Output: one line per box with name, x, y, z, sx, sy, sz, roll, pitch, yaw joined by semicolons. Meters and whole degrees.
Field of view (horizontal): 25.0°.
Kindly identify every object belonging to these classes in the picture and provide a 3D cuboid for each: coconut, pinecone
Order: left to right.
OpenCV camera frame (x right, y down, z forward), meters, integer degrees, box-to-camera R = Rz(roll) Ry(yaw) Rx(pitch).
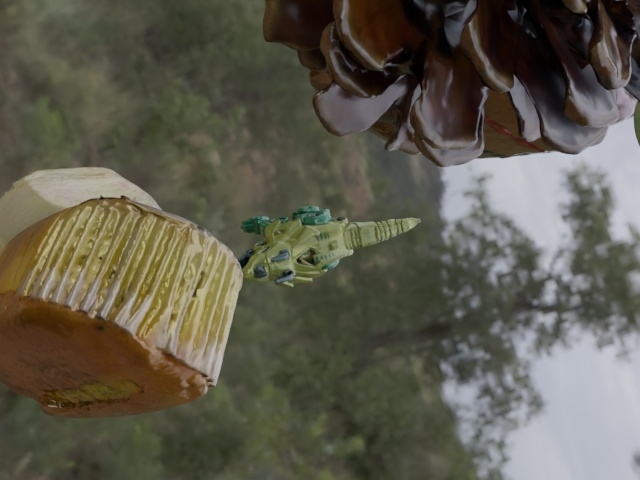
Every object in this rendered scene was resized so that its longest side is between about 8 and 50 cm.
coconut;-0.300;0.033;1.787;0.259;0.259;0.259;-19;90;-88
pinecone;0.165;-0.210;1.072;0.384;0.385;0.384;-19;90;-88

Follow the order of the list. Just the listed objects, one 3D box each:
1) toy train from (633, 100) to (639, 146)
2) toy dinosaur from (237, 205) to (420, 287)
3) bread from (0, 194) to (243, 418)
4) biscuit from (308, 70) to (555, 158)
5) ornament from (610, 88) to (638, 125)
toy train;0.416;-0.181;1.446;0.285;0.116;0.177;-39;-144;57
toy dinosaur;0.000;0.000;1.903;0.153;0.259;0.094;-150;-133;-64
bread;-0.207;0.077;1.341;0.204;0.288;0.156;36;61;-32
biscuit;0.142;-0.152;1.616;0.262;0.277;0.052;31;66;-48
ornament;0.403;-0.248;2.043;0.177;0.178;0.177;-19;90;-88
